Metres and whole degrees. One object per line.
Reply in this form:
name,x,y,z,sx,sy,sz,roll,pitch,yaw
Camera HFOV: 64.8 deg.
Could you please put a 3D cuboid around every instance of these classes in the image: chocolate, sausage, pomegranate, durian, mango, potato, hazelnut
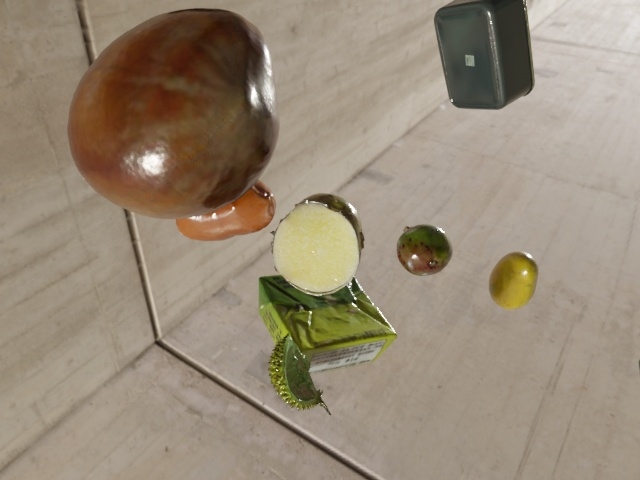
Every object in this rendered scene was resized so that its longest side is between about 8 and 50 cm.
chocolate,0.004,0.218,1.370,0.300,0.137,0.289,-3,-144,-30
sausage,-0.219,-0.067,1.160,0.258,0.133,0.133,-9,-146,19
pomegranate,0.229,0.021,1.129,0.130,0.130,0.130,2,-143,-1
durian,-0.055,0.321,1.139,0.100,0.216,0.086,-28,-173,-14
mango,0.387,0.076,1.003,0.076,0.161,0.103,-2,-118,-1
potato,0.000,0.000,0.879,0.164,0.201,0.081,29,-143,5
hazelnut,-0.225,-0.200,0.837,0.365,0.366,0.366,2,-143,-1

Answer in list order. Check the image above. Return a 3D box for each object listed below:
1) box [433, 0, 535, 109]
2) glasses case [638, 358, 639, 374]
box,0.294,-0.342,0.917,0.090,0.201,0.144,-34,-148,-23
glasses case,0.793,0.365,1.173,0.039,0.078,0.184,11,-112,-9
